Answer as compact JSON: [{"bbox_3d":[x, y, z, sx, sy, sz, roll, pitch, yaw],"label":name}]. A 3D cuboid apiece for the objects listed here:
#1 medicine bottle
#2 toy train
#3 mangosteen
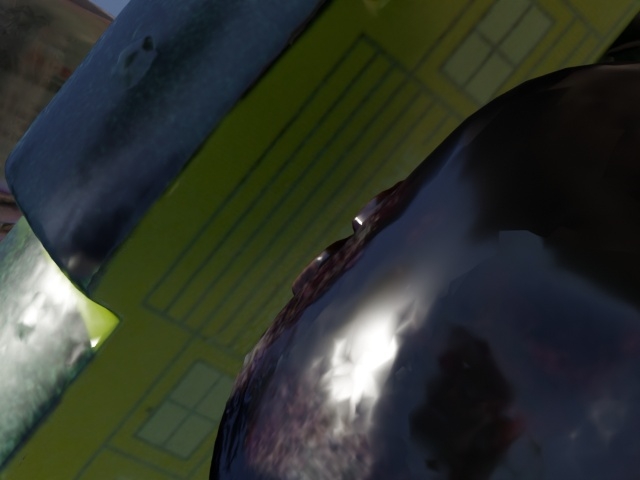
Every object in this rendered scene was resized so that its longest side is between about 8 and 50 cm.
[{"bbox_3d":[-0.362,-0.126,1.334,0.325,0.256,0.256,-61,-9,6],"label":"medicine bottle"},{"bbox_3d":[0.005,-0.022,0.658,0.272,0.442,0.179,35,-172,-40],"label":"toy train"},{"bbox_3d":[0.117,0.101,0.426,0.302,0.275,0.275,45,180,19],"label":"mangosteen"}]
